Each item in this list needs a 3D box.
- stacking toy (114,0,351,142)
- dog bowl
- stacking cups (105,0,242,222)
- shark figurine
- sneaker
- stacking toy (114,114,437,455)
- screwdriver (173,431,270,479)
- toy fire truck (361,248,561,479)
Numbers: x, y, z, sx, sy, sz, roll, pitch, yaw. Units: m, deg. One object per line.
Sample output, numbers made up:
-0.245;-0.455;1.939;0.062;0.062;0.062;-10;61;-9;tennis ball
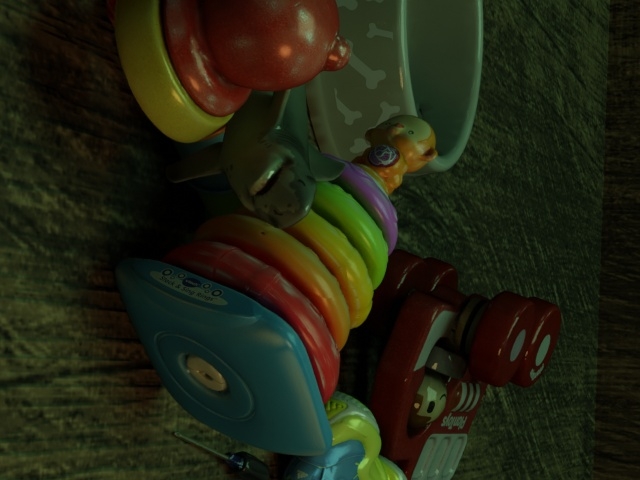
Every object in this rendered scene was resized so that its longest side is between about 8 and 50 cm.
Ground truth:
-0.085;-0.257;1.107;0.309;0.130;0.280;54;32;-38;stacking toy
0.084;-0.224;1.738;0.349;0.102;0.349;0;90;-70;dog bowl
-0.088;-0.085;1.318;0.316;0.096;0.096;60;36;-46;stacking cups
-0.008;-0.106;1.230;0.116;0.166;0.278;34;59;-30;shark figurine
0.012;0.246;1.623;0.126;0.091;0.240;-57;148;-23;sneaker
0.000;0.000;1.291;0.302;0.175;0.166;-49;143;-29;stacking toy
-0.086;0.179;1.421;0.170;0.024;0.025;43;22;-56;screwdriver
0.127;0.158;1.824;0.302;0.169;0.254;13;97;-69;toy fire truck
